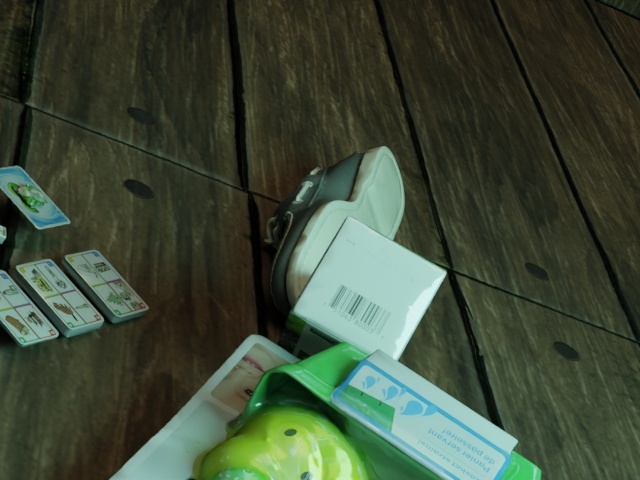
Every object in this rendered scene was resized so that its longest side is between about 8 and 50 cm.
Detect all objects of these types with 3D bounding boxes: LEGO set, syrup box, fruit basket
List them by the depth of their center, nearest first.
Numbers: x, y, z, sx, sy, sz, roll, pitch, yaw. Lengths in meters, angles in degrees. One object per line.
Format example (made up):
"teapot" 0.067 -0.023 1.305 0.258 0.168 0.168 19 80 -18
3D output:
"fruit basket" 0.011 0.223 1.170 0.327 0.165 0.353 34 29 9
"syrup box" 0.029 0.064 1.426 0.093 0.096 0.237 30 -14 2
"LEGO set" -0.284 0.001 1.437 0.244 0.060 0.182 46 25 15

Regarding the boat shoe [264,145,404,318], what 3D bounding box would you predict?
"boat shoe" 0.000 0.000 1.694 0.099 0.116 0.319 -9 23 23
